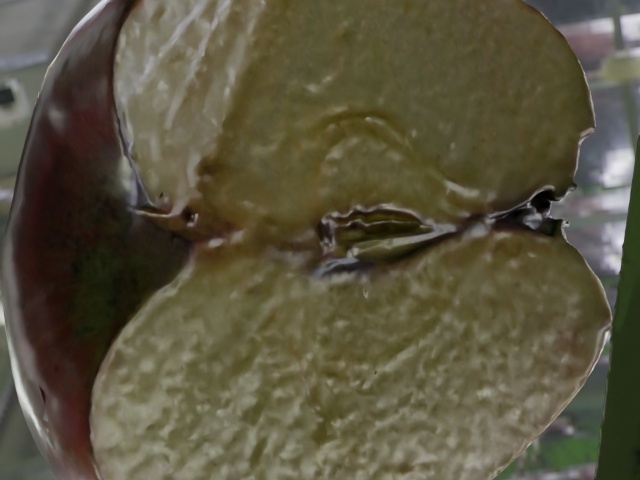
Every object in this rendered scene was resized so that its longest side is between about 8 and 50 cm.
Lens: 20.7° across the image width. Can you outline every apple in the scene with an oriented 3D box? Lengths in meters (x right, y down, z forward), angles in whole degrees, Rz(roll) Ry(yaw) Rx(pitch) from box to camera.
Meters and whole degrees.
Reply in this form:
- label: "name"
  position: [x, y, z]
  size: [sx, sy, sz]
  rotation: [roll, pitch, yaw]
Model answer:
- label: "apple"
  position: [0.000, 0.000, 1.008]
  size: [0.365, 0.329, 0.295]
  rotation: [-7, -135, -31]

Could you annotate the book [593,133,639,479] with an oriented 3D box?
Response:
- label: "book"
  position: [0.228, 0.007, 0.525]
  size: [0.295, 0.020, 0.208]
  rotation: [-13, -141, 27]
